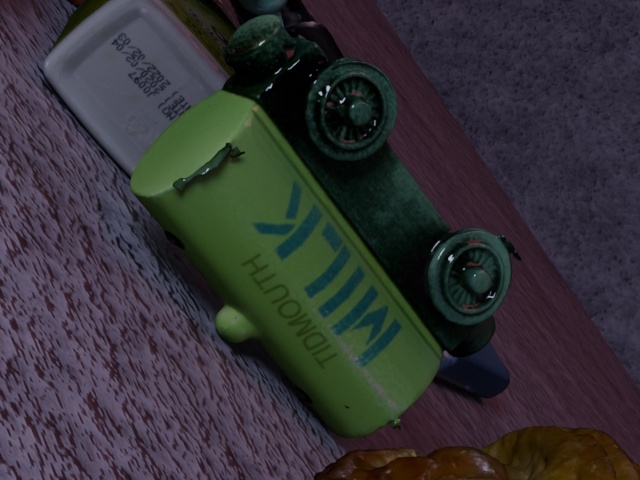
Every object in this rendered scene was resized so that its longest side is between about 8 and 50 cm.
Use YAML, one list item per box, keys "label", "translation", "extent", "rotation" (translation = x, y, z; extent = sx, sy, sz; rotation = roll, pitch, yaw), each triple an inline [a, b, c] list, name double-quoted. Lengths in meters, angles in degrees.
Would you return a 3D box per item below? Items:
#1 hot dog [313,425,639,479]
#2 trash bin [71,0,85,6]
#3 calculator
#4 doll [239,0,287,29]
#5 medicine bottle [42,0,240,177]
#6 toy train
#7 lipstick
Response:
- label: "hot dog"
  translation: [0.074, 0.155, 0.691]
  extent: [0.259, 0.175, 0.114]
  rotation: [-111, -174, -60]
- label: "trash bin"
  translation: [-0.164, -0.282, 1.111]
  extent: [0.184, 0.161, 0.238]
  rotation: [28, 35, -64]
- label: "calculator"
  translation: [0.102, 0.074, 1.332]
  extent: [0.121, 0.039, 0.210]
  rotation: [59, 13, 24]
- label: "doll"
  translation: [-0.044, -0.219, 1.015]
  extent: [0.158, 0.059, 0.159]
  rotation: [37, 47, -64]
- label: "medicine bottle"
  translation: [-0.096, -0.109, 0.982]
  extent: [0.132, 0.088, 0.188]
  rotation: [48, 13, -17]
- label: "toy train"
  translation: [0.000, 0.000, 0.879]
  extent: [0.253, 0.157, 0.105]
  rotation: [53, -15, -31]
- label: "lipstick"
  translation: [-0.030, -0.190, 1.511]
  extent: [0.081, 0.081, 0.299]
  rotation: [34, 23, -58]
